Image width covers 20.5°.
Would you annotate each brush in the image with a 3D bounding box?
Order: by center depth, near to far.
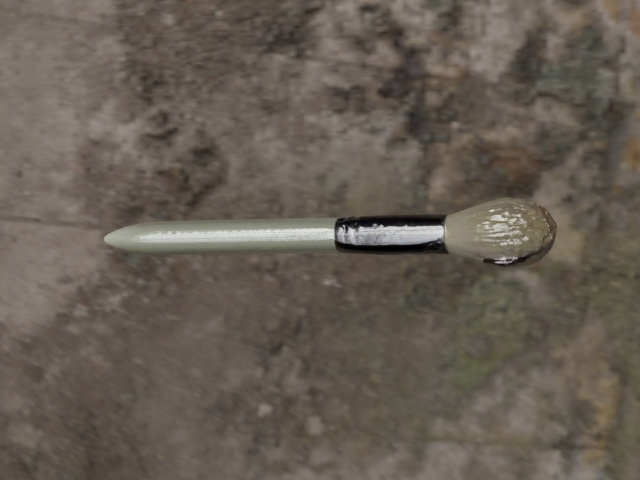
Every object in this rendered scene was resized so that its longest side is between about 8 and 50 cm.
[{"bbox_3d":[0.000,0.000,1.103,0.299,0.039,0.042,-3,105,19],"label":"brush"}]
